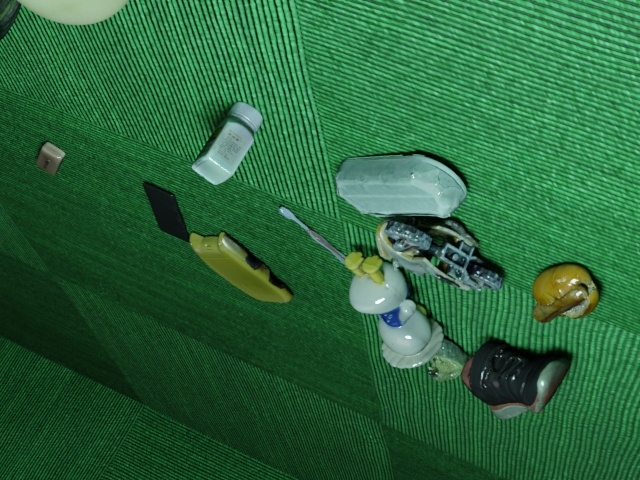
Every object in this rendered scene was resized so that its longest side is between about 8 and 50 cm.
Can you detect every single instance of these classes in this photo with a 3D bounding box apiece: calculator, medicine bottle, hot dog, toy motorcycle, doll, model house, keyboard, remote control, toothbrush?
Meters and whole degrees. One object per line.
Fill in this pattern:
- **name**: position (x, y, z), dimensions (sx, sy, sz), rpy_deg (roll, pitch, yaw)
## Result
- **calculator**: position (-0.155, 0.063, 2.280), dimensions (0.236, 0.033, 0.157), rpy_deg (42, 154, -30)
- **medicine bottle**: position (-0.136, -0.148, 1.702), dimensions (0.055, 0.118, 0.074), rpy_deg (36, 158, -14)
- **hot dog**: position (0.355, 0.081, 1.670), dimensions (0.090, 0.060, 0.140), rpy_deg (40, 159, -13)
- **toy motorcycle**: position (0.173, 0.018, 1.728), dimensions (0.229, 0.094, 0.130), rpy_deg (28, 168, -32)
- **doll**: position (0.129, 0.125, 1.977), dimensions (0.138, 0.119, 0.293), rpy_deg (19, 151, 43)
- **model house**: position (0.218, 0.214, 2.103), dimensions (0.083, 0.066, 0.079), rpy_deg (39, 154, -17)
- **keyboard**: position (-0.301, -0.054, 2.235), dimensions (0.074, 0.015, 0.196), rpy_deg (27, 157, 17)
- **remote control**: position (0.111, -0.077, 1.646), dimensions (0.104, 0.052, 0.247), rpy_deg (44, 157, -28)
- **toothbrush**: position (0.000, 0.000, 1.984), dimensions (0.193, 0.013, 0.019), rpy_deg (38, 162, -19)

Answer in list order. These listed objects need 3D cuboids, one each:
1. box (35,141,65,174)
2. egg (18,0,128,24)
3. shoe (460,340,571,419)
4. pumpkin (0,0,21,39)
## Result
- **box**: position (-0.545, -0.163, 2.284), dimensions (0.048, 0.025, 0.115), rpy_deg (36, 157, -10)
- **egg**: position (-0.315, -0.372, 1.360), dimensions (0.186, 0.186, 0.241), rpy_deg (8, 142, 41)
- **shoe**: position (0.328, 0.226, 1.954), dimensions (0.137, 0.114, 0.291), rpy_deg (37, 160, -4)
- **pumpkin**: position (-0.570, -0.385, 1.567), dimensions (0.323, 0.241, 0.323), rpy_deg (27, 159, 11)
